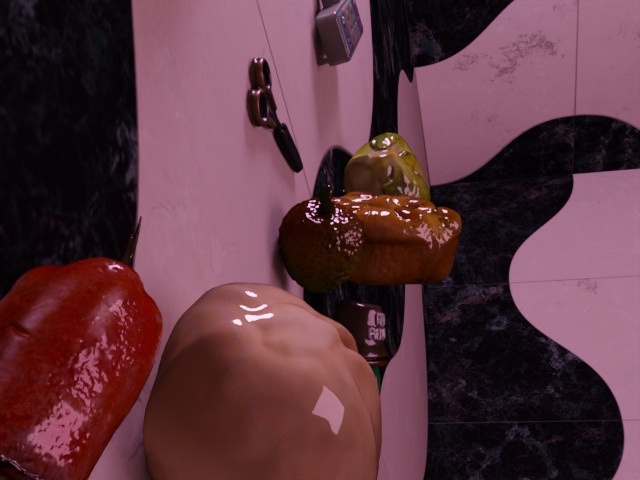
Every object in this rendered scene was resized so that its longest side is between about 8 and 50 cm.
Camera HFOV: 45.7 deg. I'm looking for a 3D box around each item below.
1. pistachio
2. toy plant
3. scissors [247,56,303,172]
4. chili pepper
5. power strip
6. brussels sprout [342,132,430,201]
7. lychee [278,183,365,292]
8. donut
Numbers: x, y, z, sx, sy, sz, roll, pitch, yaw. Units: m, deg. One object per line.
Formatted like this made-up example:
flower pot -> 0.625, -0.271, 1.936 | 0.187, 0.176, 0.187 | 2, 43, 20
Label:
pistachio -> -0.042, 0.161, 0.614 | 0.187, 0.187, 0.299 | -81, 168, -46
toy plant -> 0.043, 0.190, 1.120 | 0.143, 0.105, 0.200 | 11, 86, -69
scissors -> -0.053, -0.143, 0.977 | 0.220, 0.017, 0.088 | 62, 27, -63
chili pepper -> -0.131, 0.051, 0.412 | 0.192, 0.084, 0.086 | -74, 173, -46
power strip -> 0.023, -0.403, 1.333 | 0.215, 0.061, 0.145 | -72, 148, -61
brussels sprout -> 0.129, -0.103, 1.443 | 0.223, 0.161, 0.223 | 3, 90, -74
lychee -> 0.000, 0.000, 0.958 | 0.114, 0.114, 0.146 | -75, 177, -57
donut -> 0.093, -0.007, 1.124 | 0.226, 0.227, 0.113 | -48, 143, -73
